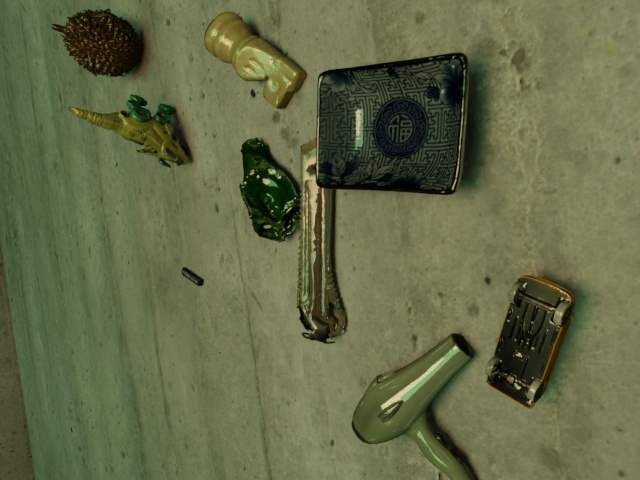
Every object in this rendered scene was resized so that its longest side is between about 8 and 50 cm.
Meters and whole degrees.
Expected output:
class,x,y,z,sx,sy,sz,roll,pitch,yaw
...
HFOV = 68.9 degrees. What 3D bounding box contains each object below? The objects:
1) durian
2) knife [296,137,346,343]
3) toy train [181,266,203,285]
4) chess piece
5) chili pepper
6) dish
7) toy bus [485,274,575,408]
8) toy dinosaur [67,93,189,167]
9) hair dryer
class,x,y,z,sx,sy,sz,roll,pitch,yaw
durian,-0.541,-0.485,1.125,0.196,0.196,0.167,15,100,38
knife,0.000,0.000,0.831,0.089,0.043,0.365,0,94,5
toy train,-0.311,0.086,1.117,0.083,0.017,0.017,25,110,36
chess piece,-0.118,-0.334,0.869,0.200,0.090,0.090,43,121,15
chili pepper,-0.097,-0.103,0.886,0.108,0.062,0.216,-22,75,6
dish,0.109,-0.163,0.690,0.243,0.080,0.182,8,101,37
toy bus,0.271,0.124,0.593,0.069,0.074,0.162,27,115,43
toy dinosaur,-0.412,-0.255,1.029,0.094,0.259,0.153,-46,39,32
hair dryer,0.198,0.264,0.691,0.267,0.092,0.229,29,108,19
